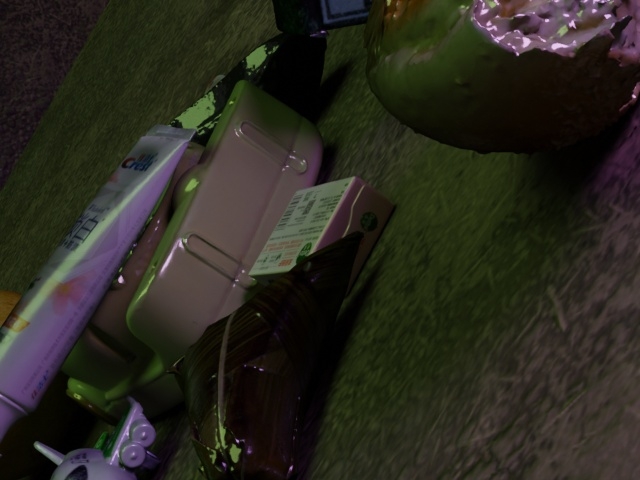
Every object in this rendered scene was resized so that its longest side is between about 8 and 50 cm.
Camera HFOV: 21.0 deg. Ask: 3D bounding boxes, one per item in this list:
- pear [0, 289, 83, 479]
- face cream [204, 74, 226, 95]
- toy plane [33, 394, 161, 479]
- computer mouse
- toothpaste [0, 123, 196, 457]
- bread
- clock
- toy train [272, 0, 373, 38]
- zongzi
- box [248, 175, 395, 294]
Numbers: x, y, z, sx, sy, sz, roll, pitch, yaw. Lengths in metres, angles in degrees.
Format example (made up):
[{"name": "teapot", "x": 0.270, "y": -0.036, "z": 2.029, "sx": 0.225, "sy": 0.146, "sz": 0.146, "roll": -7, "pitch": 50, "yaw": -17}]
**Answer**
[{"name": "pear", "x": -0.340, "y": 0.149, "z": 1.798, "sx": 0.209, "sy": 0.209, "sz": 0.209, "roll": -49, "pitch": 18, "yaw": 23}, {"name": "face cream", "x": -0.125, "y": -0.182, "z": 2.099, "sx": 0.040, "sy": 0.021, "sz": 0.083, "roll": -55, "pitch": 16, "yaw": 1}, {"name": "toy plane", "x": -0.202, "y": 0.214, "z": 1.496, "sx": 0.174, "sy": 0.080, "sz": 0.174, "roll": -47, "pitch": 21, "yaw": 25}, {"name": "computer mouse", "x": -0.070, "y": -0.125, "z": 1.719, "sx": 0.217, "sy": 0.073, "sz": 0.122, "roll": -37, "pitch": -13, "yaw": 30}, {"name": "toothpaste", "x": -0.211, "y": 0.035, "z": 1.489, "sx": 0.323, "sy": 0.066, "sz": 0.100, "roll": -58, "pitch": 25, "yaw": -11}, {"name": "bread", "x": 0.123, "y": -0.146, "z": 1.104, "sx": 0.192, "sy": 0.171, "sz": 0.314, "roll": -49, "pitch": 18, "yaw": 31}, {"name": "clock", "x": -0.149, "y": 0.031, "z": 1.616, "sx": 0.348, "sy": 0.117, "sz": 0.286, "roll": -35, "pitch": 27, "yaw": 50}, {"name": "toy train", "x": 0.033, "y": -0.309, "z": 1.417, "sx": 0.138, "sy": 0.178, "sz": 0.330, "roll": -132, "pitch": 31, "yaw": -73}, {"name": "zongzi", "x": -0.020, "y": 0.091, "z": 1.242, "sx": 0.184, "sy": 0.084, "sz": 0.187, "roll": -43, "pitch": 26, "yaw": 10}, {"name": "box", "x": 0.000, "y": 0.000, "z": 1.390, "sx": 0.089, "sy": 0.043, "sz": 0.125, "roll": -60, "pitch": 18, "yaw": -14}]
